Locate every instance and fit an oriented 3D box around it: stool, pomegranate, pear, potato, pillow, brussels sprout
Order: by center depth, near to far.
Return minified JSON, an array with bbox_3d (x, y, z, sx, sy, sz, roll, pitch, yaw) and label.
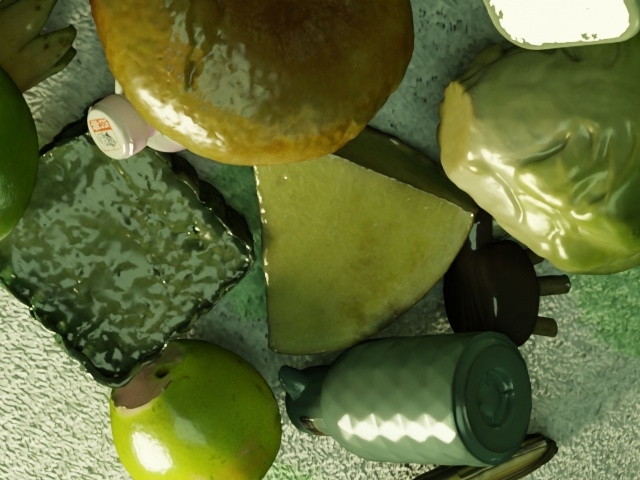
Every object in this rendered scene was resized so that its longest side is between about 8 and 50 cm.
[{"bbox_3d":[-0.399,-0.145,1.703,0.358,0.216,0.310,-41,71,-18],"label":"pomegranate"},{"bbox_3d":[0.291,-0.101,1.799,0.316,0.242,0.274,-23,98,-5],"label":"brussels sprout"},{"bbox_3d":[0.000,0.000,1.902,0.269,0.112,0.255,22,117,-9],"label":"potato"},{"bbox_3d":[0.201,0.032,1.931,0.121,0.125,0.217,-8,96,-20],"label":"stool"},{"bbox_3d":[-0.133,0.212,1.946,0.187,0.187,0.220,-36,122,11],"label":"pear"},{"bbox_3d":[0.174,0.273,1.996,0.208,0.212,0.052,-23,80,6],"label":"pillow"}]

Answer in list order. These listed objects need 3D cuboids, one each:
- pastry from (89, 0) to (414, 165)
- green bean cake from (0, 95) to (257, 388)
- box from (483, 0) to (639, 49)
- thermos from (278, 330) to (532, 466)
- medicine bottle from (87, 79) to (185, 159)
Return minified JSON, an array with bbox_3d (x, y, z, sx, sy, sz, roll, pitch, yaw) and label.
[{"bbox_3d":[-0.063,-0.242,1.693,0.356,0.164,0.356,4,82,-32],"label":"pastry"},{"bbox_3d":[-0.228,-0.001,1.868,0.241,0.132,0.255,-43,107,10],"label":"green bean cake"},{"bbox_3d":[0.267,-0.416,1.614,0.344,0.177,0.352,-42,117,-31],"label":"box"},{"bbox_3d":[0.096,0.184,1.924,0.286,0.145,0.182,-6,144,44],"label":"thermos"},{"bbox_3d":[-0.139,-0.159,1.773,0.219,0.078,0.115,-36,106,-33],"label":"medicine bottle"}]
